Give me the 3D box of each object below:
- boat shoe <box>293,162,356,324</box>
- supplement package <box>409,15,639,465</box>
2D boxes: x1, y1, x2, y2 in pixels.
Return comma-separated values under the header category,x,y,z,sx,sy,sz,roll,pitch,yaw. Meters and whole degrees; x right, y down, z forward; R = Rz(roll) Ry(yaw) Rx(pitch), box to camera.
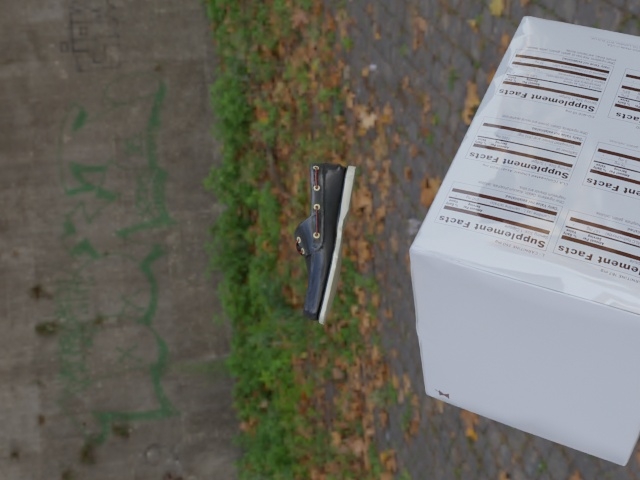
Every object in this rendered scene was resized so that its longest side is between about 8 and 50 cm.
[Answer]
category,x,y,z,sx,sy,sz,roll,pitch,yaw
boat shoe,0.000,0.001,0.672,0.049,0.042,0.133,91,-174,-70
supplement package,0.170,0.001,0.571,0.203,0.149,0.194,-61,-24,-28
